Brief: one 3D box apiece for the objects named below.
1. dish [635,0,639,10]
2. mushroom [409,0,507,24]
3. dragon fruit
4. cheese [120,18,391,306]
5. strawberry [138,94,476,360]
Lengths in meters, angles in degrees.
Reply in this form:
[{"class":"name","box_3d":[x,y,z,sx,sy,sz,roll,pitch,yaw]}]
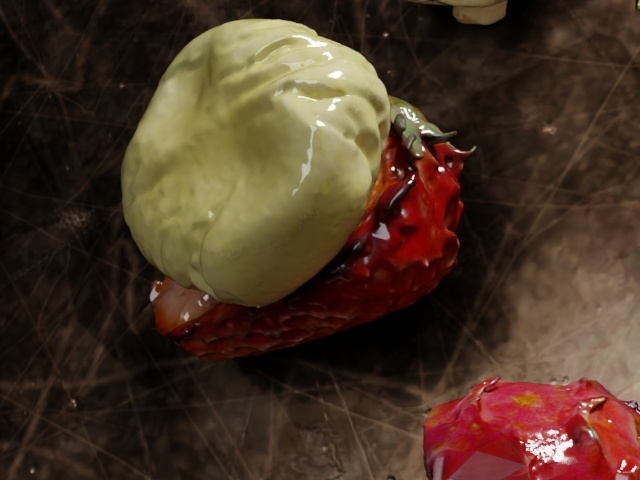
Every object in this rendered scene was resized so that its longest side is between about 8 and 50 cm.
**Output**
[{"class":"dish","box_3d":[0.375,-0.178,1.332,0.262,0.108,0.221,-31,76,-3]},{"class":"mushroom","box_3d":[0.132,-0.246,1.495,0.154,0.122,0.154,-13,30,7]},{"class":"dragon fruit","box_3d":[0.172,0.205,1.303,0.163,0.189,0.262,-44,58,41]},{"class":"cheese","box_3d":[-0.048,-0.059,1.353,0.214,0.117,0.226,37,99,47]},{"class":"strawberry","box_3d":[0.013,-0.001,1.447,0.253,0.150,0.280,24,85,51]}]
